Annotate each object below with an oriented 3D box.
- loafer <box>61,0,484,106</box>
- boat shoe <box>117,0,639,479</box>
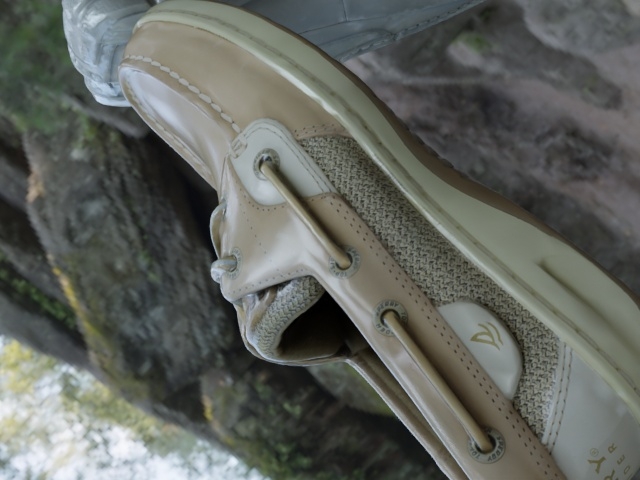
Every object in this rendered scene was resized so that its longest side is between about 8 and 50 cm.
[{"bbox_3d":[-0.004,-0.160,0.734,0.111,0.319,0.112,93,161,-57],"label":"loafer"},{"bbox_3d":[0.000,0.000,0.523,0.341,0.110,0.121,38,165,33],"label":"boat shoe"}]
